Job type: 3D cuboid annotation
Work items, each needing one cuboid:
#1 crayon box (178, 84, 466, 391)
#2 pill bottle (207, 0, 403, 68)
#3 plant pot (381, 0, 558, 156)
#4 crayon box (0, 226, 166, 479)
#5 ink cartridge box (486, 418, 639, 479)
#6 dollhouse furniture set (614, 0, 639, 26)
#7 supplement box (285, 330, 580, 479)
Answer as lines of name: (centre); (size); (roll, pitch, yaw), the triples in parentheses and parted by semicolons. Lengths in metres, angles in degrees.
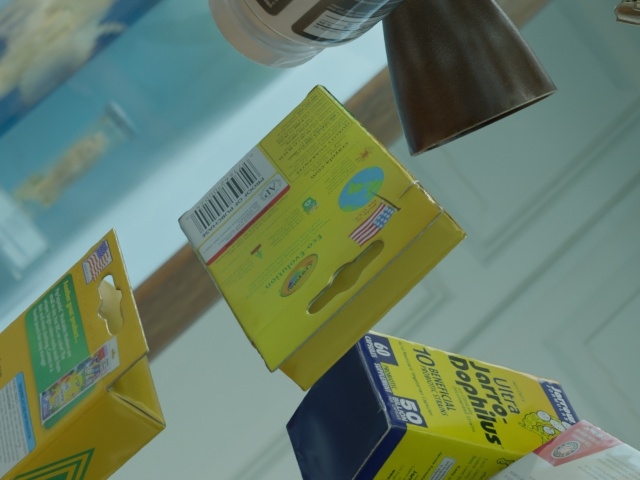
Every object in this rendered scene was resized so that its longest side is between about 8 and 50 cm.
crayon box: (0.000, 0.000, 1.413); (0.081, 0.202, 0.318); (44, 5, -30)
pill bottle: (0.021, -0.350, 1.807); (0.210, 0.210, 0.363); (49, -36, -6)
plant pot: (0.172, -0.259, 2.096); (0.230, 0.215, 0.215); (65, -10, 0)
crayon box: (-0.268, 0.165, 1.501); (0.083, 0.323, 0.203); (38, 16, -35)
ink cartridge box: (0.236, 0.400, 1.844); (0.160, 0.384, 0.279); (61, -7, -12)
dollhouse furniture set: (0.348, -0.237, 1.486); (0.101, 0.182, 0.161); (11, -7, -8)
supplement box: (0.167, 0.281, 2.084); (0.356, 0.195, 0.194); (17, 31, -29)
